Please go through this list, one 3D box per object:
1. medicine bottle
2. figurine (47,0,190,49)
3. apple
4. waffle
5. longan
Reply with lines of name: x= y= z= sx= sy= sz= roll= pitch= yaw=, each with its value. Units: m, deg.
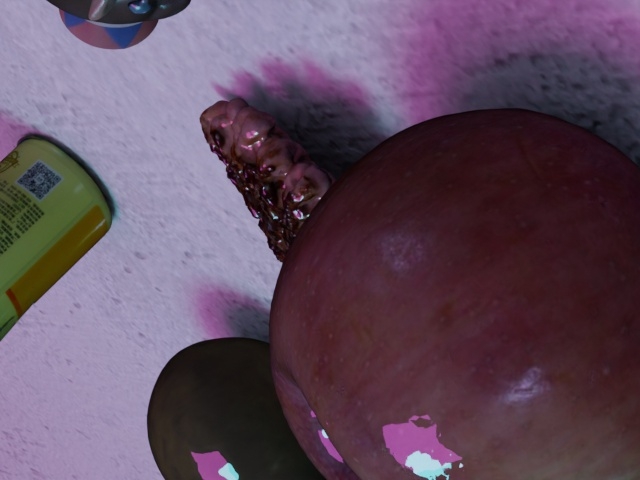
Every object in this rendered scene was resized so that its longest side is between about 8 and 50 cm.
medicine bottle: x=-0.301 y=0.025 z=1.581 sx=0.124 sy=0.239 sz=0.124 roll=35 pitch=157 yaw=17
figurine: x=-0.098 y=-0.201 z=1.038 sx=0.158 sy=0.161 sz=0.275 roll=11 pitch=169 yaw=-25
apple: x=0.100 y=0.069 z=1.052 sx=0.306 sy=0.235 sz=0.306 roll=50 pitch=167 yaw=17
waffle: x=0.000 y=0.000 z=1.282 sx=0.234 sy=0.055 sz=0.221 roll=60 pitch=170 yaw=-27
longan: x=-0.060 y=0.177 z=1.581 sx=0.204 sy=0.159 sz=0.185 roll=42 pitch=175 yaw=4
